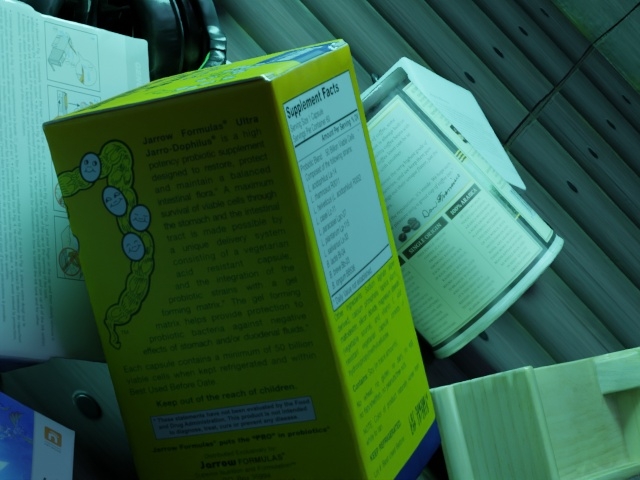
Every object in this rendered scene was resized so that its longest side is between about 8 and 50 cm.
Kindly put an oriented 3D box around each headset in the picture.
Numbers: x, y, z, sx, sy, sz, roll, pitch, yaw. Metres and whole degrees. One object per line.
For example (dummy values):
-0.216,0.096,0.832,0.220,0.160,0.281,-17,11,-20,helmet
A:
-0.220,-0.183,1.577,0.243,0.185,0.394,2,33,-8,headset

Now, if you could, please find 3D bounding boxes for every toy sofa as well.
0.238,0.215,1.786,0.362,0.177,0.150,0,76,-59,toy sofa

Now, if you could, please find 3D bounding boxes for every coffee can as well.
0.112,-0.030,1.851,0.275,0.201,0.201,47,24,-1,coffee can

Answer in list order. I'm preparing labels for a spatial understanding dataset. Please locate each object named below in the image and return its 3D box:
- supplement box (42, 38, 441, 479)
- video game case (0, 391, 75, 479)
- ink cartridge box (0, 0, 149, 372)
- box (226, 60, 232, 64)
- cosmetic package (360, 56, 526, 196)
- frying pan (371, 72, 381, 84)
-0.053,0.042,1.291,0.194,0.195,0.357,-37,116,-66,supplement box
-0.287,0.164,1.059,0.269,0.061,0.244,34,26,-27,video game case
-0.243,-0.044,1.295,0.261,0.066,0.296,12,69,-51,ink cartridge box
-0.129,-0.133,1.747,0.170,0.091,0.130,28,31,-38,box
0.132,-0.102,2.058,0.151,0.151,0.184,21,36,-45,cosmetic package
0.170,-0.077,2.207,0.326,0.053,0.197,39,25,-12,frying pan
